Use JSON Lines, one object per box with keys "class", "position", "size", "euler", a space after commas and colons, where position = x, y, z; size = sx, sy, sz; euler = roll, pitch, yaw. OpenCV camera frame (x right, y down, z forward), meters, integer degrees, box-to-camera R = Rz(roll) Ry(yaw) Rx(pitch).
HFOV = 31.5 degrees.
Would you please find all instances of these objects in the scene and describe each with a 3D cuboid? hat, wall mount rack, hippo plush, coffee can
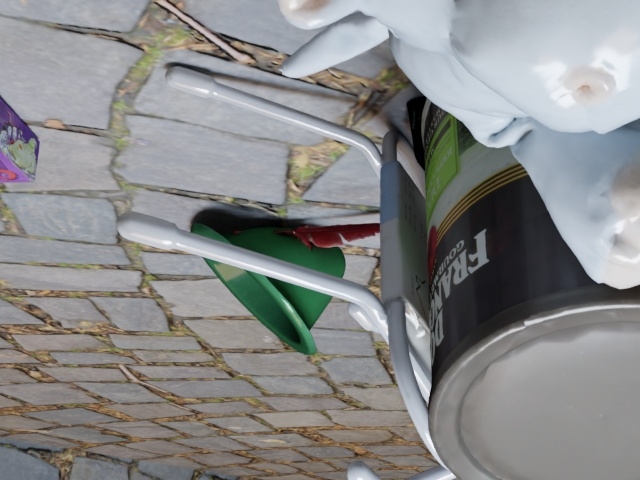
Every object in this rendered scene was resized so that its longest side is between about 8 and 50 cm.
{"class": "hat", "position": [0.000, 0.000, 1.170], "size": [0.208, 0.183, 0.173], "euler": [39, 164, 25]}
{"class": "wall mount rack", "position": [0.007, 0.015, 0.832], "size": [0.130, 0.350, 0.304], "euler": [-25, 120, 17]}
{"class": "hippo plush", "position": [0.110, -0.141, 0.509], "size": [0.294, 0.234, 0.236], "euler": [37, -179, 26]}
{"class": "coffee can", "position": [0.168, 0.009, 0.740], "size": [0.201, 0.275, 0.202], "euler": [2, 134, 2]}

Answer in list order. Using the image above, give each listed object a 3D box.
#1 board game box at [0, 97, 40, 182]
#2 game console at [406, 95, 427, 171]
{"class": "board game box", "position": [-0.431, -0.101, 0.923], "size": [0.346, 0.056, 0.208], "euler": [-1, 155, 9]}
{"class": "game console", "position": [0.225, -0.044, 1.002], "size": [0.213, 0.044, 0.361], "euler": [-6, 156, 21]}
